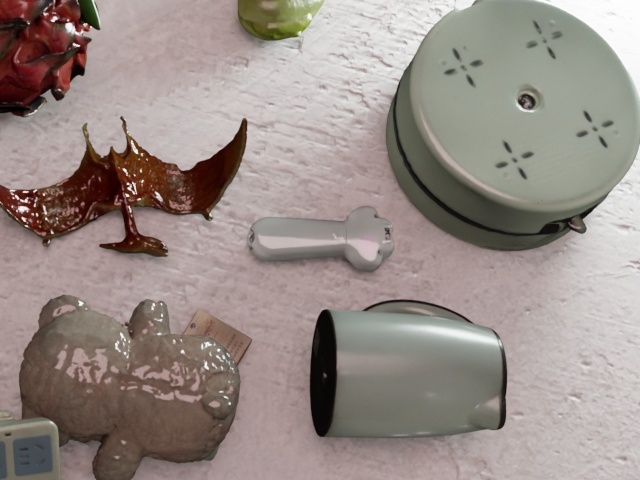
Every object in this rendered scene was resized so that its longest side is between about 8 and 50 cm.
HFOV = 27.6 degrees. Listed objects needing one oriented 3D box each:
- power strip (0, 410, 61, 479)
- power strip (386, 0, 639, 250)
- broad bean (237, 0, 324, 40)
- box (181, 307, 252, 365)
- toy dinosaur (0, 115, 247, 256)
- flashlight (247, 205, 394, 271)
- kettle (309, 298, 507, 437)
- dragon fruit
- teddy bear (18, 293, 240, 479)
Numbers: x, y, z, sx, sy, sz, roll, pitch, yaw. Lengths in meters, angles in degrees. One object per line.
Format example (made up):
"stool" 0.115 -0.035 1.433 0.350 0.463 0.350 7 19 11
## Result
"power strip" -0.355 0.330 1.494 0.118 0.046 0.270 -6 97 -27
"power strip" 0.272 -0.154 1.834 0.357 0.161 0.357 4 67 -10
"broad bean" -0.056 -0.365 1.903 0.124 0.082 0.174 24 66 2
"box" -0.138 0.132 1.705 0.083 0.024 0.053 30 64 4
"toy dinosaur" -0.275 -0.084 1.725 0.327 0.113 0.207 13 65 -4
"flashlight" 0.000 0.000 1.778 0.200 0.047 0.093 -1 67 -9
"kettle" 0.112 0.155 1.683 0.236 0.161 0.221 2 36 -11
"dragon fruit" -0.434 -0.259 1.716 0.293 0.234 0.234 -42 80 -8
"teddy bear" -0.233 0.182 1.594 0.267 0.151 0.236 8 74 -4
